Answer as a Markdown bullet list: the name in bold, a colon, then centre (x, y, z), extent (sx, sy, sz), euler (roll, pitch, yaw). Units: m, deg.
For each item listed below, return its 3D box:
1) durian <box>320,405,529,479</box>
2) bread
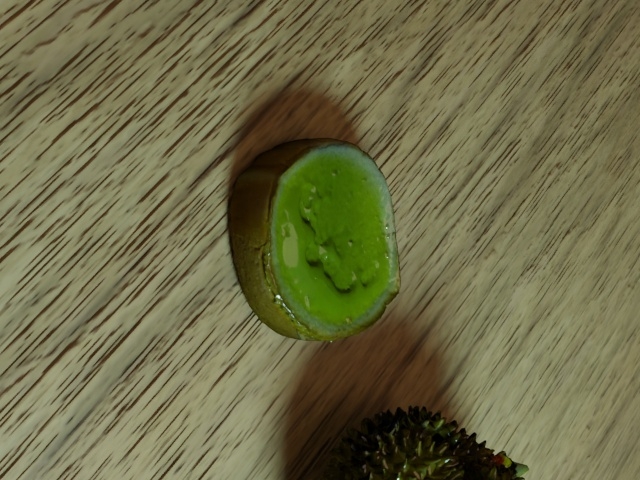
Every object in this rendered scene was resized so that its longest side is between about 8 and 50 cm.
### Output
- **durian**: centre (0.108, 0.315, 1.392), extent (0.258, 0.258, 0.293), euler (54, 40, -33)
- **bread**: centre (0.000, 0.000, 1.382), extent (0.236, 0.070, 0.236), euler (-1, 91, -46)
